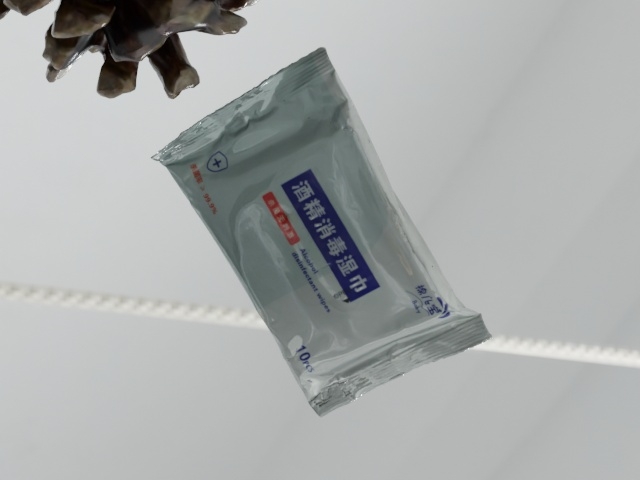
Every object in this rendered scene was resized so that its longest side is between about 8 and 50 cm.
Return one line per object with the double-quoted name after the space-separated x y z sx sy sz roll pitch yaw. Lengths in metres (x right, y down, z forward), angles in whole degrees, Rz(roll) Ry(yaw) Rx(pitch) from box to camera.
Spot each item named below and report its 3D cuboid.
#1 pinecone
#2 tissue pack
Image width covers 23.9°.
-0.115 -0.184 0.794 0.179 0.204 0.184 -2 -133 47 "pinecone"
0.000 0.000 0.874 0.122 0.193 0.026 -28 -170 22 "tissue pack"
